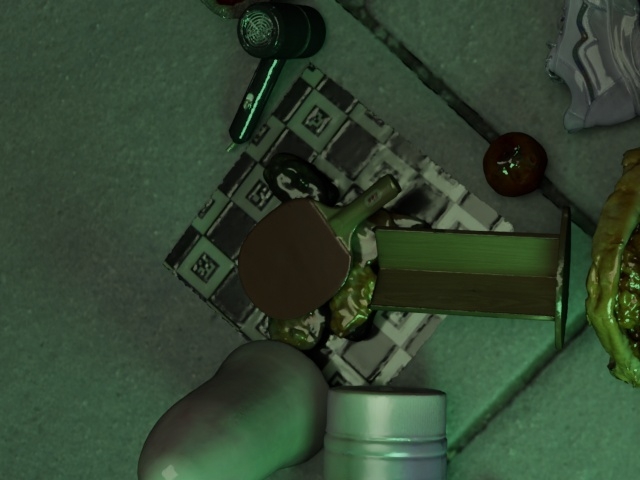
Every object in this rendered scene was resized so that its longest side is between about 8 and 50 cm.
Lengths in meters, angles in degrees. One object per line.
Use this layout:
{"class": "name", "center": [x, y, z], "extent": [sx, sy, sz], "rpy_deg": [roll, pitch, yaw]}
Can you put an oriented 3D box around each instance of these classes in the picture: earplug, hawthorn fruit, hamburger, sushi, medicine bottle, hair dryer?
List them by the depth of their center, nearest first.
{"class": "hamburger", "center": [0.391, 0.034, 1.350], "extent": [0.144, 0.283, 0.260], "rpy_deg": [11, 73, 26]}
{"class": "earplug", "center": [-0.120, 0.236, 1.481], "extent": [0.172, 0.301, 0.172], "rpy_deg": [4, 101, 23]}
{"class": "medicine bottle", "center": [0.077, 0.306, 1.504], "extent": [0.152, 0.152, 0.254], "rpy_deg": [1, 87, 19]}
{"class": "hawthorn fruit", "center": [0.233, -0.095, 1.509], "extent": [0.081, 0.093, 0.081], "rpy_deg": [-2, 84, 19]}
{"class": "sushi", "center": [0.003, 0.005, 1.598], "extent": [0.359, 0.064, 0.343], "rpy_deg": [41, 99, 18]}
{"class": "hair dryer", "center": [-0.081, -0.209, 1.626], "extent": [0.071, 0.124, 0.219], "rpy_deg": [36, 114, 20]}

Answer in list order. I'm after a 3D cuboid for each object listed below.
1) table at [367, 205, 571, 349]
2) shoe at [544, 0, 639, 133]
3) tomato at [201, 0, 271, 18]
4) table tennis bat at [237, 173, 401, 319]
{"class": "table", "center": [0.177, 0.039, 1.471], "extent": [0.226, 0.167, 0.167], "rpy_deg": [3, 87, 14]}
{"class": "shoe", "center": [0.324, -0.248, 1.490], "extent": [0.137, 0.095, 0.245], "rpy_deg": [-21, 86, 14]}
{"class": "tomato", "center": [-0.106, -0.409, 1.618], "extent": [0.214, 0.181, 0.155], "rpy_deg": [-35, 42, -8]}
{"class": "table tennis bat", "center": [0.000, 0.000, 1.558], "extent": [0.246, 0.022, 0.138], "rpy_deg": [-37, 76, 20]}
